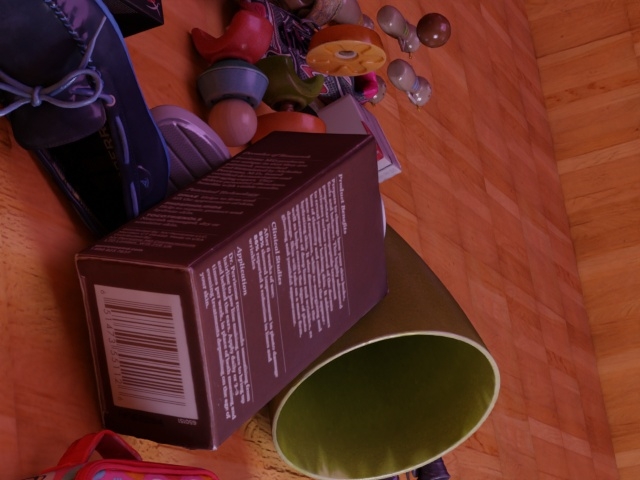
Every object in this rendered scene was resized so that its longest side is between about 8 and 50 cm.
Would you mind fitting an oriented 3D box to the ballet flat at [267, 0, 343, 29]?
[{"bbox_3d":[-0.067,-0.455,2.109,0.123,0.123,0.348,-59,131,-63],"label":"ballet flat"}]

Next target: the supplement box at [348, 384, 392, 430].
[{"bbox_3d":[0.042,0.224,1.918,0.036,0.098,0.062,65,17,-65],"label":"supplement box"}]

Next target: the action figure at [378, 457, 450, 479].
[{"bbox_3d":[0.090,0.190,2.006,0.185,0.099,0.285,1,73,-24],"label":"action figure"}]

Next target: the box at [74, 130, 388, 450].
[{"bbox_3d":[-0.074,0.034,1.525,0.381,0.143,0.191,-35,126,-53],"label":"box"}]

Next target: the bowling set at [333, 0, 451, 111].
[{"bbox_3d":[0.126,-0.274,2.368,0.154,0.200,0.287,32,51,-64],"label":"bowling set"}]

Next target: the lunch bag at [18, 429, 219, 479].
[{"bbox_3d":[-0.164,0.294,1.322,0.293,0.120,0.258,25,49,-66],"label":"lunch bag"}]

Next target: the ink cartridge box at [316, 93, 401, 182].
[{"bbox_3d":[0.056,-0.139,2.135,0.099,0.056,0.135,64,11,16],"label":"ink cartridge box"}]

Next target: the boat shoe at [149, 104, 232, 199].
[{"bbox_3d":[-0.134,-0.049,1.684,0.302,0.109,0.094,62,3,-46],"label":"boat shoe"}]

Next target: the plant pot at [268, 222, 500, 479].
[{"bbox_3d":[0.042,0.095,1.837,0.275,0.275,0.293,52,14,-47],"label":"plant pot"}]

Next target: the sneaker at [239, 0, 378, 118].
[{"bbox_3d":[-0.022,-0.260,2.077,0.299,0.112,0.120,31,47,-61],"label":"sneaker"}]

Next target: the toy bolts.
[{"bbox_3d":[-0.043,-0.175,1.870,0.228,0.218,0.158,20,62,-45],"label":"toy bolts"}]

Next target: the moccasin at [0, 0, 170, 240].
[{"bbox_3d":[-0.228,-0.129,1.410,0.342,0.138,0.116,56,32,-39],"label":"moccasin"}]

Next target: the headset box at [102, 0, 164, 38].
[{"bbox_3d":[-0.269,-0.364,1.500,0.218,0.110,0.293,26,52,-63],"label":"headset box"}]
